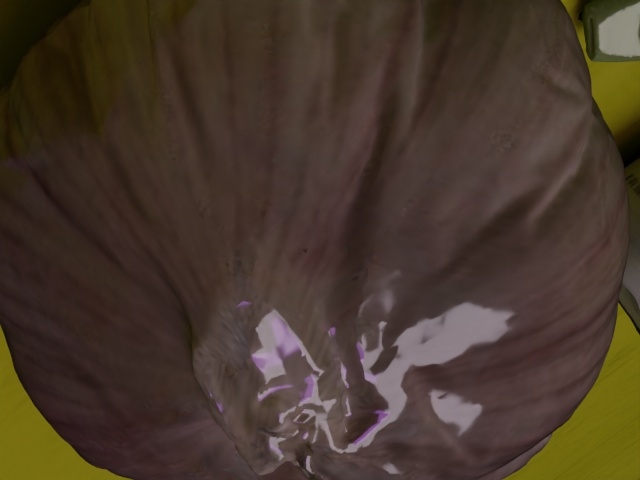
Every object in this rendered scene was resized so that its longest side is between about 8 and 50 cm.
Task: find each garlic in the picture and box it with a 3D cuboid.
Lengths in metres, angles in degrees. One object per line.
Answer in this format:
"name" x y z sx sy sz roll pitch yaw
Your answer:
"garlic" 0.000 0.000 0.557 0.317 0.317 0.259 -48 -169 28

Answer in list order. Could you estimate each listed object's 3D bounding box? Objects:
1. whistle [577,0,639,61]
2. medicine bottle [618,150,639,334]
"whistle" 0.322 -0.162 0.780 0.294 0.141 0.141 -23 151 -15
"medicine bottle" 0.376 -0.042 0.963 0.332 0.190 0.190 -35 151 7
